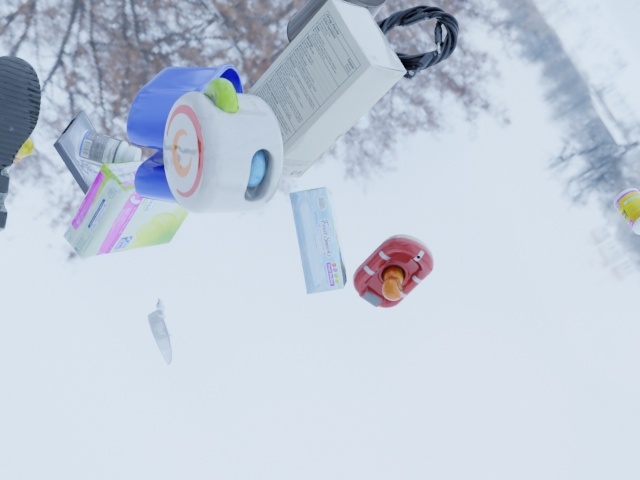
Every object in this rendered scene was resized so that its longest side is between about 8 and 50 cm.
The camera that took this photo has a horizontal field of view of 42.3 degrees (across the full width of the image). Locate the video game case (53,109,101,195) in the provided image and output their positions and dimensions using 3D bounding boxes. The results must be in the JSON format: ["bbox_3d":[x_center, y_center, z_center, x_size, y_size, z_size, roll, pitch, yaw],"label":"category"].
[{"bbox_3d":[-0.663,-0.240,2.350,0.274,0.026,0.196,-95,-20,-63],"label":"video game case"}]

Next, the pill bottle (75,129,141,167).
[{"bbox_3d":[-0.502,-0.208,1.965,0.137,0.078,0.078,17,-153,-1],"label":"pill bottle"}]

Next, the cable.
[{"bbox_3d":[0.168,-0.383,1.541,0.184,0.150,0.047,46,180,41],"label":"cable"}]

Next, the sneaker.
[{"bbox_3d":[-0.565,-0.148,1.372,0.122,0.331,0.146,18,179,-37],"label":"sneaker"}]

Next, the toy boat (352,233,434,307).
[{"bbox_3d":[0.189,0.097,2.125,0.151,0.231,0.151,34,-152,-16],"label":"toy boat"}]

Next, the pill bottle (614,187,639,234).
[{"bbox_3d":[0.489,-0.039,1.266,0.043,0.043,0.083,35,-156,-45],"label":"pill bottle"}]

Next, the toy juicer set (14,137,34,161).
[{"bbox_3d":[-0.727,-0.173,1.795,0.329,0.209,0.089,-171,69,-74],"label":"toy juicer set"}]

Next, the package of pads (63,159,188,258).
[{"bbox_3d":[-0.424,-0.084,1.932,0.101,0.229,0.296,47,-152,18],"label":"package of pads"}]

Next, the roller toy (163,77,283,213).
[{"bbox_3d":[-0.152,-0.138,1.314,0.146,0.209,0.191,-4,-103,-33],"label":"roller toy"}]

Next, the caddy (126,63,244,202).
[{"bbox_3d":[-0.235,-0.205,1.614,0.341,0.179,0.241,-67,-21,-56],"label":"caddy"}]

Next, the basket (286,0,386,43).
[{"bbox_3d":[0.052,-0.547,1.959,0.204,0.227,0.154,-26,-95,-31],"label":"basket"}]

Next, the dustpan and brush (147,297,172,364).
[{"bbox_3d":[-0.427,0.221,2.214,0.211,0.060,0.147,80,166,-54],"label":"dustpan and brush"}]

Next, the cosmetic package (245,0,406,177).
[{"bbox_3d":[-0.012,-0.267,1.501,0.113,0.309,0.160,-1,-122,-51],"label":"cosmetic package"}]

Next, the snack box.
[{"bbox_3d":[0.000,0.000,1.457,0.207,0.070,0.174,-16,-84,-85],"label":"snack box"}]
